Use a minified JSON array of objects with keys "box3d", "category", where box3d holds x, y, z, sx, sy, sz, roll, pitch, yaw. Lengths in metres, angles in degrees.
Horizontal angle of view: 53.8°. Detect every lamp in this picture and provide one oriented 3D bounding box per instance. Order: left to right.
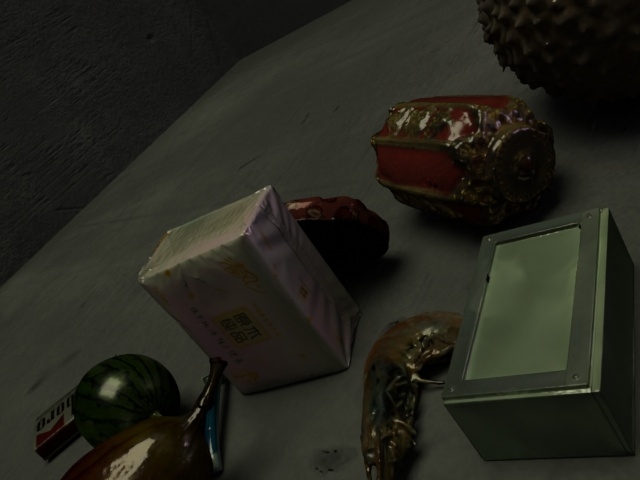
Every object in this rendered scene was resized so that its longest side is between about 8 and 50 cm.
[{"box3d":[0.185,-0.116,0.859,0.177,0.177,0.274,-41,27,-11],"category":"lamp"}]

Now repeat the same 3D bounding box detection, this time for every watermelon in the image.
[{"box3d":[-0.253,0.231,0.861,0.187,0.140,0.140,8,49,43],"category":"watermelon"}]

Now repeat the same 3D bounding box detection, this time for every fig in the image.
[{"box3d":[-0.180,0.250,0.695,0.274,0.145,0.170,-55,27,-5],"category":"fig"}]

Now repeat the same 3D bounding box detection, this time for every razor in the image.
[{"box3d":[-0.140,0.226,0.834,0.068,0.037,0.191,-30,25,11],"category":"razor"}]

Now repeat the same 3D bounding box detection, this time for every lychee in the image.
[{"box3d":[0.386,-0.367,0.815,0.380,0.380,0.432,-45,5,-17],"category":"lychee"}]

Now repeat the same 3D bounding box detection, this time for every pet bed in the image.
[{"box3d":[0.000,0.000,0.885,0.201,0.201,0.053,-19,60,34],"category":"pet bed"}]

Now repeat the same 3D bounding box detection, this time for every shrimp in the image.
[{"box3d":[0.101,0.149,0.641,0.144,0.052,0.251,-20,28,26],"category":"shrimp"}]

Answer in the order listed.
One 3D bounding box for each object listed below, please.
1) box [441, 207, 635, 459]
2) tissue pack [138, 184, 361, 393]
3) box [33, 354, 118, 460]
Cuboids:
[{"box3d":[0.209,0.079,0.583,0.130,0.086,0.225,-17,30,36],"category":"box"},{"box3d":[-0.086,0.073,0.811,0.185,0.225,0.124,-22,27,28],"category":"tissue pack"},{"box3d":[-0.409,0.283,1.086,0.177,0.036,0.115,-40,25,-8],"category":"box"}]
